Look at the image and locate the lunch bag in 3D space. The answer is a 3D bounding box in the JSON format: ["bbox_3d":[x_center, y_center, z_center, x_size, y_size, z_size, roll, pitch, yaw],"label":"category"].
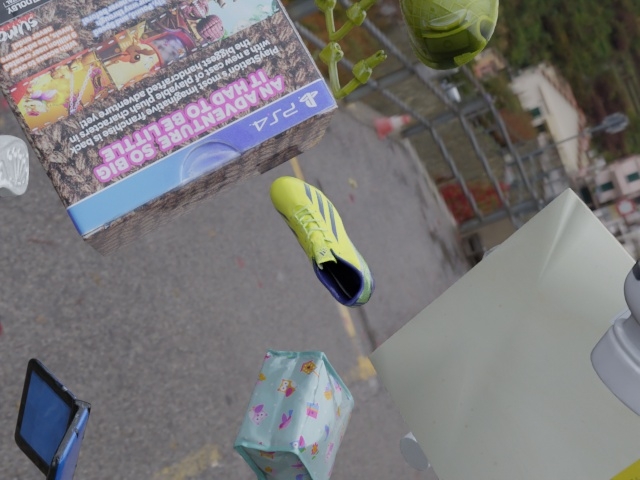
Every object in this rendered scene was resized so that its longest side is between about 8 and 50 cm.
[{"bbox_3d":[-0.036,0.366,1.728,0.262,0.160,0.223,64,35,-46],"label":"lunch bag"}]

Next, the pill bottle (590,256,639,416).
[{"bbox_3d":[0.251,0.027,0.548,0.108,0.180,0.108,26,24,-13],"label":"pill bottle"}]

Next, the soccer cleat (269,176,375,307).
[{"bbox_3d":[0.001,0.000,1.688,0.289,0.093,0.121,54,20,2],"label":"soccer cleat"}]

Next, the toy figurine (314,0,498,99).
[{"bbox_3d":[0.030,-0.337,0.795,0.217,0.191,0.362,43,39,-53],"label":"toy figurine"}]

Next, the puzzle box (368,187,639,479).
[{"bbox_3d":[0.242,0.184,0.805,0.052,0.272,0.409,28,26,-52],"label":"puzzle box"}]

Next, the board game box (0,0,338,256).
[{"bbox_3d":[-0.161,-0.171,0.784,0.291,0.232,0.141,62,-9,3],"label":"board game box"}]

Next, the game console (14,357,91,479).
[{"bbox_3d":[-0.606,0.450,1.926,0.250,0.173,0.293,-76,-174,-56],"label":"game console"}]

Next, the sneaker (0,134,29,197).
[{"bbox_3d":[-0.740,-0.151,1.806,0.323,0.236,0.130,-88,-179,-84],"label":"sneaker"}]

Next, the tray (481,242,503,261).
[{"bbox_3d":[0.338,0.053,1.632,0.270,0.030,0.145,143,-32,-74],"label":"tray"}]

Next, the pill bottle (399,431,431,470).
[{"bbox_3d":[0.204,0.329,1.539,0.137,0.078,0.078,-28,99,-35],"label":"pill bottle"}]
